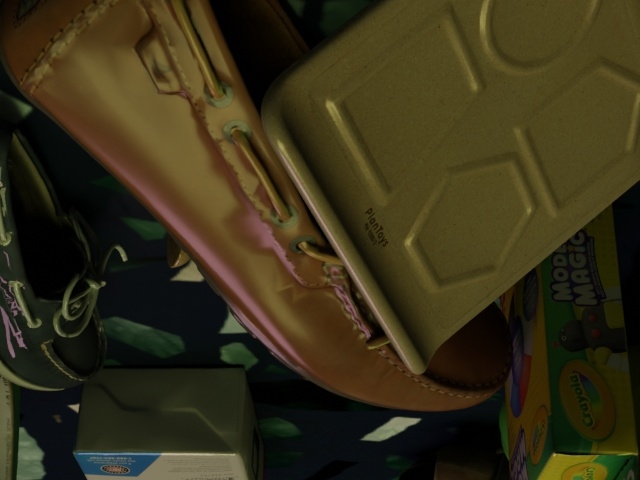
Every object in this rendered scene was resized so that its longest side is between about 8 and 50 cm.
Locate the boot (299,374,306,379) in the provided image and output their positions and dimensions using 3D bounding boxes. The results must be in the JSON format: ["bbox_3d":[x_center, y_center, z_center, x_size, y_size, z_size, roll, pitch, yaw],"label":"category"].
[{"bbox_3d":[-0.021,0.055,0.999,0.114,0.037,0.106,20,132,-35],"label":"boot"}]

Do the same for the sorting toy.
[{"bbox_3d":[0.080,-0.061,0.656,0.208,0.038,0.193,-42,134,-11],"label":"sorting toy"}]

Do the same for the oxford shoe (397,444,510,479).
[{"bbox_3d":[0.115,0.235,1.285,0.096,0.083,0.227,20,149,4],"label":"oxford shoe"}]

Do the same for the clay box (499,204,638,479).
[{"bbox_3d":[0.145,0.077,0.846,0.053,0.222,0.127,3,150,-2],"label":"clay box"}]

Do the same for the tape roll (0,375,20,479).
[{"bbox_3d":[-0.268,0.203,0.981,0.077,0.321,0.321,4,150,-5],"label":"tape roll"}]

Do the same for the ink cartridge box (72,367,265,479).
[{"bbox_3d":[-0.120,0.190,1.196,0.134,0.078,0.231,0,150,3],"label":"ink cartridge box"}]

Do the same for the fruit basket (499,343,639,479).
[{"bbox_3d":[0.257,0.168,0.941,0.392,0.392,0.283,-11,158,20],"label":"fruit basket"}]

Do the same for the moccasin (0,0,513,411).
[{"bbox_3d":[0.005,-0.035,0.745,0.147,0.139,0.380,-22,126,26],"label":"moccasin"}]

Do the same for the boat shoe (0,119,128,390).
[{"bbox_3d":[-0.178,0.014,0.880,0.079,0.095,0.254,-2,138,15],"label":"boat shoe"}]

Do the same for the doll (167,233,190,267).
[{"bbox_3d":[0.000,0.000,0.893,0.189,0.046,0.129,8,139,-20],"label":"doll"}]
